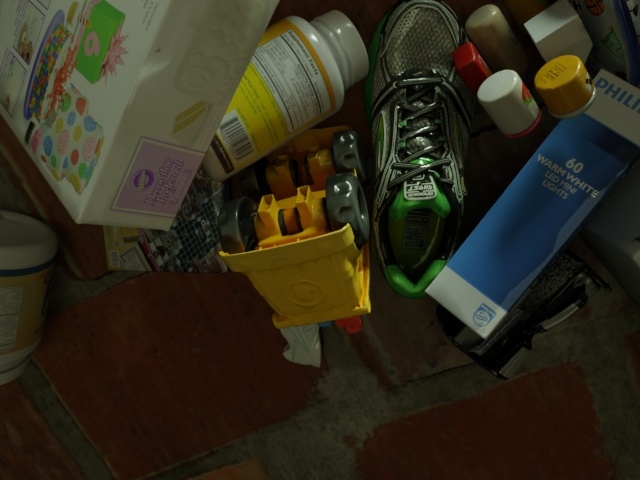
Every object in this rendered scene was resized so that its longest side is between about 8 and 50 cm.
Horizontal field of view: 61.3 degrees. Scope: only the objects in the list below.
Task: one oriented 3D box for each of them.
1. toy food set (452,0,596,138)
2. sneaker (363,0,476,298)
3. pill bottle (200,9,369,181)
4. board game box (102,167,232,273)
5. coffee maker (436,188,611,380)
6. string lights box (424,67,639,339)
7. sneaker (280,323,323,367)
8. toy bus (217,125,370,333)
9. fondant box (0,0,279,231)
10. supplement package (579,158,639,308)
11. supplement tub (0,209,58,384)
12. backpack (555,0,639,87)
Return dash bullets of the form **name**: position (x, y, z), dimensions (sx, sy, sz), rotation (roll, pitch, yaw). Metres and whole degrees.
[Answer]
- **toy food set**: position (0.210, -0.170, 0.543), dimensions (0.111, 0.232, 0.104), rotation (-31, 128, 27)
- **sneaker**: position (0.120, -0.097, 0.609), dimensions (0.134, 0.146, 0.343), rotation (-3, 105, 4)
- **pill bottle**: position (-0.057, -0.165, 0.594), dimensions (0.215, 0.117, 0.117), rotation (-33, 104, -10)
- **board game box**: position (-0.198, -0.079, 0.689), dimensions (0.165, 0.042, 0.243), rotation (2, 108, 3)
- **coffee maker**: position (0.232, 0.060, 0.683), dimensions (0.171, 0.120, 0.178), rotation (47, 105, 16)
- **string lights box**: position (0.226, -0.025, 0.551), dimensions (0.077, 0.133, 0.259), rotation (39, 99, 20)
- **sneaker**: position (-0.026, 0.104, 0.732), dimensions (0.061, 0.053, 0.152), rotation (3, 108, 5)
- **toy bus**: position (0.000, 0.000, 0.634), dimensions (0.149, 0.220, 0.211), rotation (-13, 128, 16)
- **fondant box**: position (-0.215, -0.196, 0.528), dimensions (0.330, 0.096, 0.238), rotation (43, 111, 34)
- **supplement package**: position (0.454, 0.018, 0.599), dimensions (0.198, 0.199, 0.262), rotation (-41, 101, 14)
- **supplement tub**: position (-0.431, 0.073, 0.697), dimensions (0.144, 0.144, 0.199), rotation (18, 108, -2)
- **backpack**: position (0.329, -0.262, 0.484), dimensions (0.213, 0.263, 0.276), rotation (-33, 104, 13)
